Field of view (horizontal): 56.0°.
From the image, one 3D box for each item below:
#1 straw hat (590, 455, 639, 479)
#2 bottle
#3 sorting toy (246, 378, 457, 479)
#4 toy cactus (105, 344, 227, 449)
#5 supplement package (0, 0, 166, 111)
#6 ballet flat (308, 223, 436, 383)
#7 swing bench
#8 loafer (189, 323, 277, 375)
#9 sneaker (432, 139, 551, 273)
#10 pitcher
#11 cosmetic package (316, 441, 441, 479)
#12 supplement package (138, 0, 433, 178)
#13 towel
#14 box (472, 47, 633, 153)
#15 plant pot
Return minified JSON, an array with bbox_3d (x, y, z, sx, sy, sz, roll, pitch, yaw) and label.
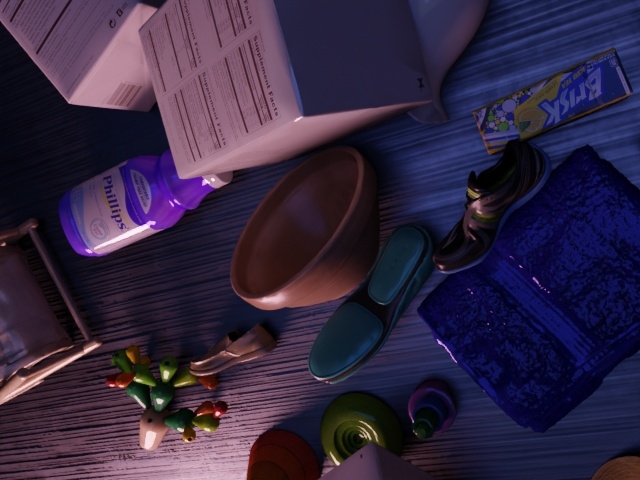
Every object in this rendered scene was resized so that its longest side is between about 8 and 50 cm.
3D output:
[{"bbox_3d":[0.399,0.343,0.733,0.061,0.144,0.145,22,109,-25],"label":"straw hat"},{"bbox_3d":[-0.266,-0.068,0.917,0.282,0.092,0.118,-20,89,22],"label":"bottle"},{"bbox_3d":[0.020,0.305,0.844,0.365,0.126,0.127,-30,86,22],"label":"sorting toy"},{"bbox_3d":[-0.259,0.268,0.967,0.218,0.112,0.181,23,115,8],"label":"toy cactus"},{"bbox_3d":[-0.338,-0.352,0.859,0.175,0.177,0.293,-44,81,21],"label":"supplement package"},{"bbox_3d":[0.080,0.092,0.806,0.083,0.087,0.247,38,98,31],"label":"ballet flat"},{"bbox_3d":[-0.560,0.139,1.025,0.254,0.165,0.253,-30,87,27],"label":"swing bench"},{"bbox_3d":[-0.138,0.166,0.925,0.147,0.056,0.050,-21,89,12],"label":"loafer"},{"bbox_3d":[0.194,-0.043,0.731,0.078,0.067,0.188,26,109,-28],"label":"sneaker"},{"bbox_3d":[0.107,-0.270,0.739,0.177,0.125,0.207,25,118,23],"label":"pitcher"},{"bbox_3d":[0.075,0.411,0.778,0.224,0.138,0.224,35,114,-29],"label":"cosmetic package"},{"bbox_3d":[-0.049,-0.208,0.706,0.262,0.199,0.198,-13,93,51],"label":"supplement package"},{"bbox_3d":[0.291,0.068,0.734,0.227,0.076,0.308,44,110,9],"label":"towel"},{"bbox_3d":[0.274,-0.162,0.720,0.168,0.054,0.059,-22,89,23],"label":"box"},{"bbox_3d":[0.000,0.000,0.789,0.237,0.237,0.109,-40,121,21],"label":"plant pot"}]
